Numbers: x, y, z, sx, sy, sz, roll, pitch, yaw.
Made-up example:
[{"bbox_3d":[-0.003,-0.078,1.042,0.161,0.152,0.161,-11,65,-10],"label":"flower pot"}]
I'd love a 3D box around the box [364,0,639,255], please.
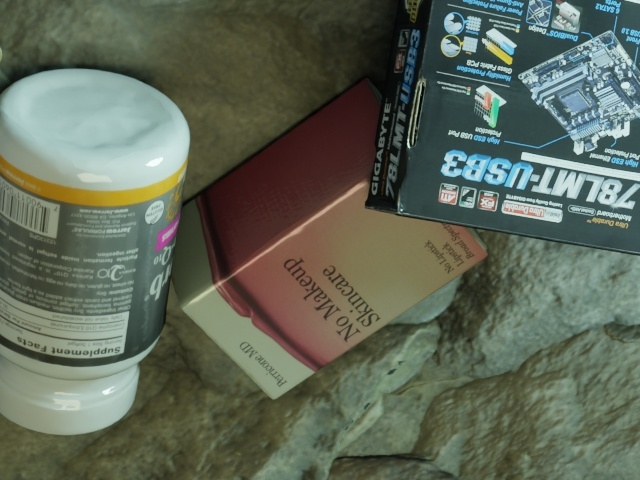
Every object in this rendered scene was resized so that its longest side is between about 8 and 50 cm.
[{"bbox_3d":[0.201,-0.144,1.543,0.295,0.073,0.293,8,93,-23],"label":"box"}]

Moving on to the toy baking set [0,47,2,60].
[{"bbox_3d":[-0.344,-0.174,1.460,0.196,0.030,0.256,-15,140,-19],"label":"toy baking set"}]

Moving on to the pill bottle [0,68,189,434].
[{"bbox_3d":[-0.201,0.013,1.567,0.162,0.162,0.278,0,126,-16],"label":"pill bottle"}]

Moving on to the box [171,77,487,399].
[{"bbox_3d":[0.000,0.000,1.637,0.232,0.127,0.148,-35,127,10],"label":"box"}]
